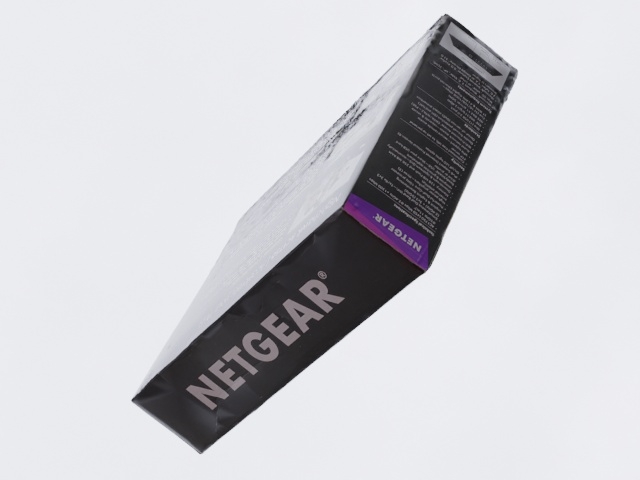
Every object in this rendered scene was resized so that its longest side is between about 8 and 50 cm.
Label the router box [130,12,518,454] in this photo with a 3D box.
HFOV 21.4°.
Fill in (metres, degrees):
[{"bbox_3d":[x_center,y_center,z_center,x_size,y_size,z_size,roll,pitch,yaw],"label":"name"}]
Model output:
[{"bbox_3d":[0.000,0.000,0.728,0.046,0.179,0.133,38,-134,-9],"label":"router box"}]
